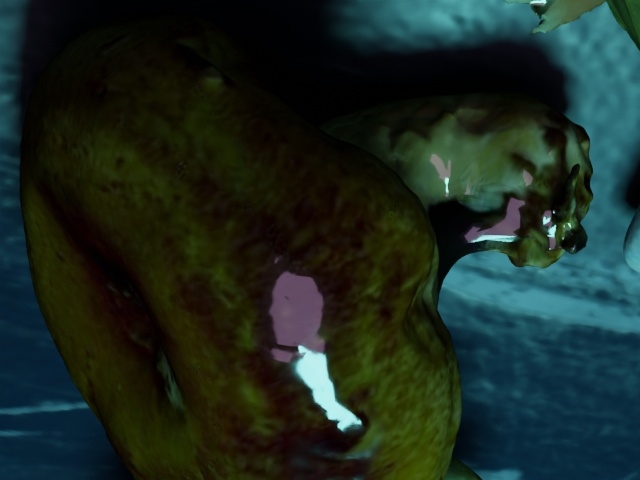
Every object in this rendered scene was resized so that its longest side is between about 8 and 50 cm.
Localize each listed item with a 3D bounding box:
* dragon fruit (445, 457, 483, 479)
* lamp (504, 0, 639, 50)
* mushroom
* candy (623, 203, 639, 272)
[{"bbox_3d":[-0.011,0.223,0.992,0.273,0.198,0.218,-45,108,-1],"label":"dragon fruit"},{"bbox_3d":[0.206,-0.135,0.696,0.284,0.250,0.250,-11,130,29],"label":"lamp"},{"bbox_3d":[-0.025,0.026,0.834,0.254,0.267,0.267,0,137,-48],"label":"mushroom"},{"bbox_3d":[0.254,-0.020,0.877,0.174,0.071,0.138,13,125,-13],"label":"candy"}]
